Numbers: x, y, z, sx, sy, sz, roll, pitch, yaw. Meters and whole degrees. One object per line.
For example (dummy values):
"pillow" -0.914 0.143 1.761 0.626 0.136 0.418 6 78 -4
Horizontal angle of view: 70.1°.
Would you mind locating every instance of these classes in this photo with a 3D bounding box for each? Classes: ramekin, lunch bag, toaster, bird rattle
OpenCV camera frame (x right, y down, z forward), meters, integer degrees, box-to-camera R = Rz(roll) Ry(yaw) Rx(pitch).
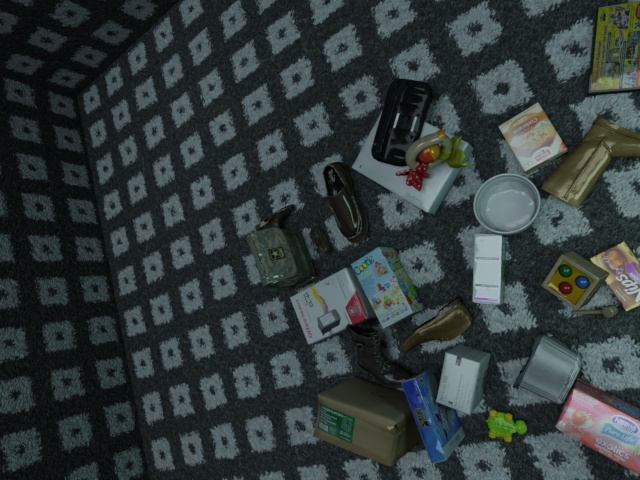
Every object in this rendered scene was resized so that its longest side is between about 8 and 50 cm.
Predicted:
"ramekin" 0.632 -0.113 1.542 0.207 0.109 0.207 -6 76 28
"lunch bag" -0.175 0.078 1.951 0.169 0.287 0.235 -30 72 28
"toaster" 0.729 0.417 1.462 0.146 0.129 0.227 25 100 28
"bird rattle" 0.369 -0.294 1.575 0.254 0.207 0.143 -19 60 20

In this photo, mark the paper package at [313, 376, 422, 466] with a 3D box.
"paper package" 0.187 0.653 1.685 0.325 0.309 0.168 8 92 33

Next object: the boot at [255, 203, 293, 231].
"boot" -0.190 -0.078 2.107 0.219 0.082 0.106 -31 94 23

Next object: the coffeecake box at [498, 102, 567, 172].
"coffeecake box" 0.714 -0.341 1.536 0.142 0.068 0.185 -31 73 26

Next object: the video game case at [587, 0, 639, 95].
"video game case" 0.976 -0.596 1.402 0.248 0.035 0.274 6 92 32

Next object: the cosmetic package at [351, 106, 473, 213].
"cosmetic package" 0.343 -0.315 1.752 0.377 0.097 0.284 36 105 28

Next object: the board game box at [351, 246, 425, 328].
"board game box" 0.261 0.177 1.756 0.144 0.142 0.275 -34 71 27

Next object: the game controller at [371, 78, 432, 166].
"game controller" 0.301 -0.441 1.704 0.166 0.067 0.319 18 98 17

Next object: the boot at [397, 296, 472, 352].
"boot" 0.419 0.343 1.679 0.305 0.112 0.115 -42 78 22

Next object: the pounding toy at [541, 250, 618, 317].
"pounding toy" 0.807 0.168 1.414 0.206 0.094 0.181 44 129 36

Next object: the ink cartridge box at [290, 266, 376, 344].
"ink cartridge box" 0.056 0.271 1.890 0.306 0.131 0.226 -30 73 26

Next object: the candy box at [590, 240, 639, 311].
"candy box" 0.929 0.109 1.392 0.109 0.053 0.186 -35 69 27

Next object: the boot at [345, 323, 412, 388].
"boot" 0.220 0.434 1.739 0.263 0.091 0.229 12 130 34

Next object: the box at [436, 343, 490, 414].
"box" 0.495 0.472 1.574 0.119 0.182 0.181 12 95 31

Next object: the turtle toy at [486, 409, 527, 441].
"turtle toy" 0.631 0.627 1.550 0.130 0.066 0.095 2 89 32

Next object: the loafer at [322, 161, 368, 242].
"loafer" 0.082 -0.160 1.890 0.134 0.130 0.366 -28 74 28

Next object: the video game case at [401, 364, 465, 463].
"video game case" 0.400 0.592 1.592 0.061 0.244 0.269 -27 75 27

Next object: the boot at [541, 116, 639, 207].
"boot" 0.876 -0.217 1.425 0.236 0.089 0.269 44 110 37

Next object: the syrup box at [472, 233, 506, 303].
"syrup box" 0.586 0.099 1.583 0.096 0.093 0.236 2 89 31

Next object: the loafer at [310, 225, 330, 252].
"loafer" 0.000 0.000 1.985 0.056 0.050 0.148 -37 54 22

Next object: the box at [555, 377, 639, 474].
"box" 0.878 0.557 1.347 0.300 0.154 0.142 26 102 31
